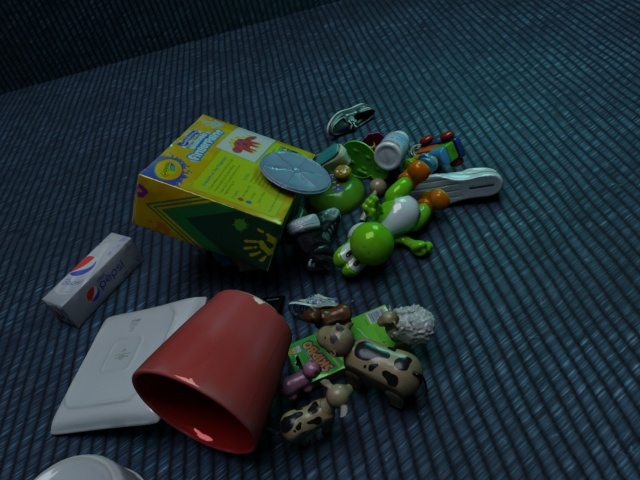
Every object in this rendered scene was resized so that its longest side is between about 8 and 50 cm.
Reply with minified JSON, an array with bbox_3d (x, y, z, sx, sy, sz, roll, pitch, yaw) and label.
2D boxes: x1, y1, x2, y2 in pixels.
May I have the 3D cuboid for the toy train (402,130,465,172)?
[{"bbox_3d":[0.301,-0.247,1.717,0.143,0.105,0.248,-33,18,-28],"label":"toy train"}]

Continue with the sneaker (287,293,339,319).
[{"bbox_3d":[-0.015,0.164,1.422,0.135,0.052,0.058,2,34,9],"label":"sneaker"}]

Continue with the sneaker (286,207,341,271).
[{"bbox_3d":[0.000,0.000,1.556,0.101,0.153,0.268,-17,3,24],"label":"sneaker"}]

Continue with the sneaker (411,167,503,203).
[{"bbox_3d":[0.390,-0.156,1.626,0.258,0.094,0.091,-1,19,16],"label":"sneaker"}]

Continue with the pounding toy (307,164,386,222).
[{"bbox_3d":[0.063,-0.167,1.708,0.236,0.110,0.183,15,50,31],"label":"pounding toy"}]

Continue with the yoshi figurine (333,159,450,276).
[{"bbox_3d":[0.190,-0.043,1.474,0.203,0.203,0.362,34,68,31],"label":"yoshi figurine"}]

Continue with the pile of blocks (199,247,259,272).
[{"bbox_3d":[-0.266,-0.008,1.663,0.112,0.149,0.362,7,32,-46],"label":"pile of blocks"}]

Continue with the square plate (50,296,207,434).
[{"bbox_3d":[-0.465,0.286,1.356,0.347,0.049,0.344,-14,41,25],"label":"square plate"}]

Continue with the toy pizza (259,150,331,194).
[{"bbox_3d":[-0.070,-0.177,1.527,0.201,0.032,0.201,14,35,-10],"label":"toy pizza"}]

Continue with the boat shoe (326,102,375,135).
[{"bbox_3d":[0.110,-0.429,2.011,0.206,0.075,0.065,-35,41,-27],"label":"boat shoe"}]

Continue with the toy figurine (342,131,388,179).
[{"bbox_3d":[0.175,-0.283,1.817,0.173,0.130,0.159,30,46,14],"label":"toy figurine"}]

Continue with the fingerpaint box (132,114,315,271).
[{"bbox_3d":[-0.247,-0.149,1.570,0.370,0.163,0.445,19,33,-1],"label":"fingerpaint box"}]

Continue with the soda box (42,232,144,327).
[{"bbox_3d":[-0.652,0.109,1.640,0.091,0.098,0.286,12,49,29],"label":"soda box"}]

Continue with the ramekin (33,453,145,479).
[{"bbox_3d":[-0.465,0.541,1.080,0.272,0.127,0.273,-9,41,8],"label":"ramekin"}]

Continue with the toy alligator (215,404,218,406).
[{"bbox_3d":[-0.257,0.368,1.267,0.189,0.056,0.051,18,11,32],"label":"toy alligator"}]

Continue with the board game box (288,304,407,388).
[{"bbox_3d":[0.058,0.247,1.309,0.259,0.039,0.124,-20,43,-8],"label":"board game box"}]

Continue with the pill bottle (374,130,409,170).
[{"bbox_3d":[0.222,-0.280,1.720,0.087,0.087,0.160,3,28,20],"label":"pill bottle"}]

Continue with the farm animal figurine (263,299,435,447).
[{"bbox_3d":[0.063,0.260,1.160,0.326,0.172,0.331,5,57,12],"label":"farm animal figurine"}]

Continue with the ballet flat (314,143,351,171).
[{"bbox_3d":[-0.003,-0.234,1.816,0.248,0.086,0.086,-16,33,41],"label":"ballet flat"}]

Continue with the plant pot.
[{"bbox_3d":[-0.194,0.252,1.145,0.274,0.275,0.243,8,46,25],"label":"plant pot"}]

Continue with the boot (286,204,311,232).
[{"bbox_3d":[-0.073,-0.058,1.687,0.087,0.042,0.118,-37,28,-5],"label":"boot"}]

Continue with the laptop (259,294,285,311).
[{"bbox_3d":[-0.209,0.258,1.399,0.234,0.136,0.265,-8,67,9],"label":"laptop"}]
